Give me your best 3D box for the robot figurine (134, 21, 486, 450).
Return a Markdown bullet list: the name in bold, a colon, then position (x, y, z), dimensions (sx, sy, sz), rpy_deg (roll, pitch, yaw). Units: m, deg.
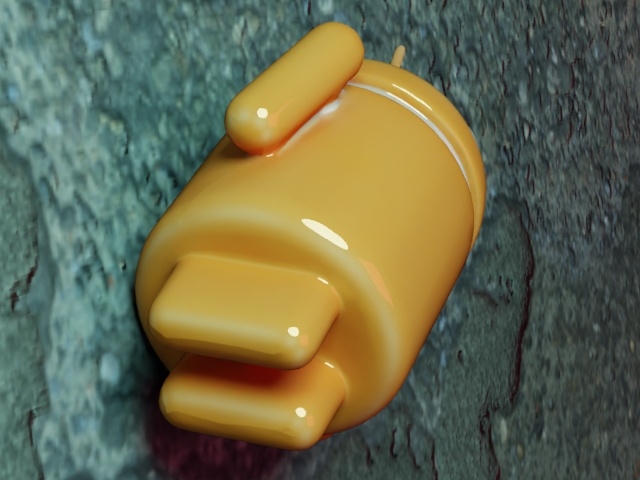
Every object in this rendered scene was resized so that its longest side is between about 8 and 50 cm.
- **robot figurine**: position (0.000, -0.002, 0.815), dimensions (0.158, 0.128, 0.219), rpy_deg (50, 37, -13)
